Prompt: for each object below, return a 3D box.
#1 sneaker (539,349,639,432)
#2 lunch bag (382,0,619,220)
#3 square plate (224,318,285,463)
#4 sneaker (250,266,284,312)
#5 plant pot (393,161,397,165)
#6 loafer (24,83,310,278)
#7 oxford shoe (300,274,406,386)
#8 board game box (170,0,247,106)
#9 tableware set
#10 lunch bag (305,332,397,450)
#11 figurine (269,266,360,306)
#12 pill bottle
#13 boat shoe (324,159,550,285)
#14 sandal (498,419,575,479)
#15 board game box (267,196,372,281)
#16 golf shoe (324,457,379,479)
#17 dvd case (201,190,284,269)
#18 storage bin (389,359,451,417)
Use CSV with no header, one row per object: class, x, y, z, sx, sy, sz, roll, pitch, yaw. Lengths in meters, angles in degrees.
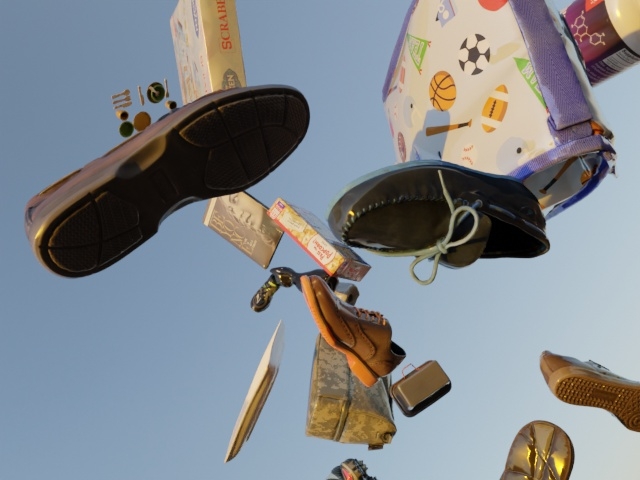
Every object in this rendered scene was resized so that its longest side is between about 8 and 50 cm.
sneaker,0.372,0.187,0.673,0.188,0.071,0.066,23,-67,-11
lunch bag,0.243,-0.184,0.739,0.238,0.328,0.385,-13,-16,-3
square plate,-0.188,0.458,1.623,0.049,0.344,0.348,24,-77,-3
sneaker,-0.173,0.160,1.750,0.188,0.067,0.078,-51,-17,-23
plant pot,0.381,-0.133,1.751,0.334,0.305,0.334,-41,-33,-35
loafer,-0.150,-0.083,0.518,0.302,0.095,0.109,-36,-42,-22
oxford shoe,0.076,0.183,1.166,0.132,0.130,0.364,-32,-52,6
board game box,-0.213,-0.299,0.994,0.065,0.318,0.319,-11,-78,-21
tableware set,-0.387,-0.292,1.156,0.154,0.024,0.104,-36,-40,-41
lunch bag,0.096,0.448,1.555,0.255,0.305,0.213,8,-51,-1
figurine,-0.018,0.136,1.551,0.215,0.209,0.093,34,-108,-52
pill bottle,0.577,-0.423,1.073,0.181,0.323,0.182,8,-107,-26
boat shoe,0.132,-0.019,0.492,0.258,0.089,0.109,-6,-34,-26
sandal,0.241,0.315,0.627,0.060,0.090,0.220,12,-80,-50
board game box,0.000,0.000,1.047,0.045,0.193,0.146,-51,-26,10
golf shoe,0.103,0.532,0.935,0.120,0.273,0.105,-44,-32,-2
dvd case,-0.197,-0.047,1.322,0.018,0.221,0.165,-40,-18,-51
storage bin,0.223,0.318,1.159,0.135,0.098,0.091,-31,-23,-8
